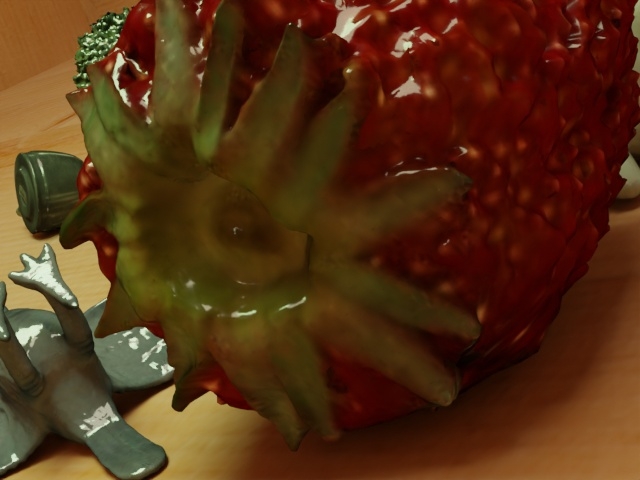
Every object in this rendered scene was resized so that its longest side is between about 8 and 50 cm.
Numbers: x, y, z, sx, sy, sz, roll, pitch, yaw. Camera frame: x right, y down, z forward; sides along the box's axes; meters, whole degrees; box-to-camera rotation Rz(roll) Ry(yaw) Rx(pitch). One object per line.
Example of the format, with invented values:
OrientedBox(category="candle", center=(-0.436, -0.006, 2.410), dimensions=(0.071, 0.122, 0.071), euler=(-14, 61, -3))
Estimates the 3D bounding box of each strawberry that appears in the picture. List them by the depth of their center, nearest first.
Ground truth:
OrientedBox(category="strawberry", center=(0.031, -0.055, 0.678), dimensions=(0.292, 0.292, 0.343), euler=(-8, 15, 33))

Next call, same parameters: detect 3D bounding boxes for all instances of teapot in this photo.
OrientedBox(category="teapot", center=(-0.297, -0.061, 1.359), dimensions=(0.091, 0.092, 0.124), euler=(-9, 17, -27))

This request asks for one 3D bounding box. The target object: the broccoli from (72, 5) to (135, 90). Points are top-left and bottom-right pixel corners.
OrientedBox(category="broccoli", center=(-0.140, -0.109, 1.173), dimensions=(0.252, 0.221, 0.361), euler=(-24, 5, -39))

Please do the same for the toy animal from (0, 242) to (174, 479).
OrientedBox(category="toy animal", center=(-0.167, 0.085, 0.774), dimensions=(0.239, 0.176, 0.255), euler=(-29, 53, -20))

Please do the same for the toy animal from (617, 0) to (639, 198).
OrientedBox(category="toy animal", center=(0.165, -0.090, 0.851), dimensions=(0.282, 0.140, 0.138), euler=(-20, 4, -16))
